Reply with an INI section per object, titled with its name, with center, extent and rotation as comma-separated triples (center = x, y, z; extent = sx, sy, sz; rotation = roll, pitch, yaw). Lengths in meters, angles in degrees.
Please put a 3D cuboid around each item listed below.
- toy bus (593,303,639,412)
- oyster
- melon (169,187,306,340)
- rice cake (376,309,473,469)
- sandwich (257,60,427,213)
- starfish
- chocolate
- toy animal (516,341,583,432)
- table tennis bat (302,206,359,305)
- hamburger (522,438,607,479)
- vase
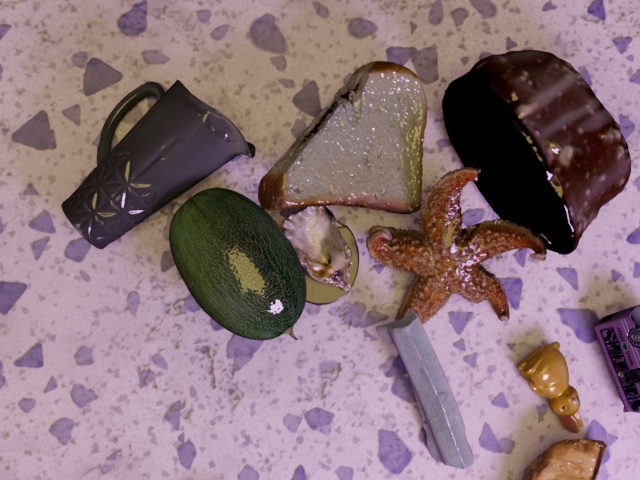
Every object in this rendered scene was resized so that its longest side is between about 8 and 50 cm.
[toy bus]
center = 0.540, 0.206, 1.888
extent = 0.098, 0.087, 0.178
rotation = -22, 90, 34
[oyster]
center = 0.002, 0.006, 1.849
extent = 0.146, 0.045, 0.121
rotation = 21, 92, 0
[melon]
center = -0.126, 0.047, 1.786
extent = 0.182, 0.182, 0.288
rotation = -34, 85, -6
[rice cake]
center = 0.179, 0.252, 1.850
extent = 0.051, 0.081, 0.290
rotation = -39, 110, -47
[sandwich]
center = 0.039, -0.168, 1.807
extent = 0.288, 0.099, 0.254
rotation = -2, 96, -29
[starfish]
center = 0.230, 0.036, 1.818
extent = 0.303, 0.113, 0.312
rotation = -21, 119, 21
[chocolate]
center = 0.375, -0.168, 1.830
extent = 0.210, 0.225, 0.340
rotation = -35, 92, -18
[toy animal]
center = 0.412, 0.258, 1.892
extent = 0.083, 0.070, 0.159
rotation = -34, 97, -7
[table tennis bat]
center = 0.000, 0.000, 1.882
extent = 0.130, 0.019, 0.220
rotation = -2, 90, -7
[hamburger]
center = 0.393, 0.451, 1.864
extent = 0.131, 0.124, 0.262
rotation = 17, 82, 14
[vase]
center = -0.283, -0.127, 1.803
extent = 0.301, 0.156, 0.251
rotation = -41, 63, 2
